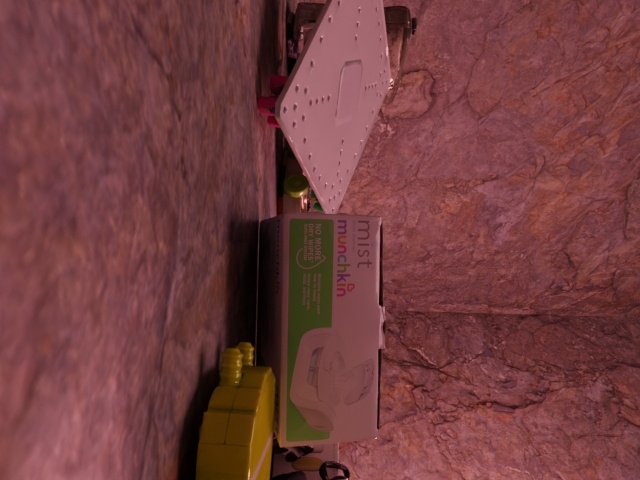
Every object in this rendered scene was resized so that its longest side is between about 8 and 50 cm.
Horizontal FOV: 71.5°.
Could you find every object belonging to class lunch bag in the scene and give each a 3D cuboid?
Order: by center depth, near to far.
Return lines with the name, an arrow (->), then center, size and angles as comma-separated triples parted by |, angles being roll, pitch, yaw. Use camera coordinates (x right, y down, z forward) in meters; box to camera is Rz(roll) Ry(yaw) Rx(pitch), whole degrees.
lunch bag -> 0.068, -0.484, 1.132 | 0.256, 0.304, 0.213 | 102, -13, -77

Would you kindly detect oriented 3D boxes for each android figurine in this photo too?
android figurine -> -0.080, 0.235, 0.410 | 0.248, 0.056, 0.273 | 79, 13, -84

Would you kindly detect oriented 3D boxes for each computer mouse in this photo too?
computer mouse -> -0.016, 0.470, 0.853 | 0.241, 0.041, 0.071 | 12, 58, -47

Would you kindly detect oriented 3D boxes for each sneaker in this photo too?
sneaker -> -0.072, 0.370, 0.890 | 0.209, 0.081, 0.094 | 82, -15, -50

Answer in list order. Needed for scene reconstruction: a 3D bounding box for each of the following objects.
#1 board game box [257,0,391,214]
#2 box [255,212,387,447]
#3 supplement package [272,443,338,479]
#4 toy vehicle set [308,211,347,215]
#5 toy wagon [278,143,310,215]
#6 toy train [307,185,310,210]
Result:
board game box -> 0.035, -0.290, 0.858 | 0.390, 0.050, 0.391 | 58, 52, -65
box -> -0.011, 0.100, 0.605 | 0.231, 0.126, 0.263 | -176, -92, -76
supplement package -> -0.033, 0.564, 1.010 | 0.204, 0.145, 0.262 | 90, 1, -61
toy vehicle set -> 0.000, 0.000, 1.477 | 0.267, 0.165, 0.035 | 91, 2, -57
toy wagon -> -0.054, -0.116, 1.089 | 0.267, 0.068, 0.345 | 91, 1, -51
toy train -> -0.058, -0.182, 1.919 | 0.158, 0.027, 0.036 | 91, 12, -53
